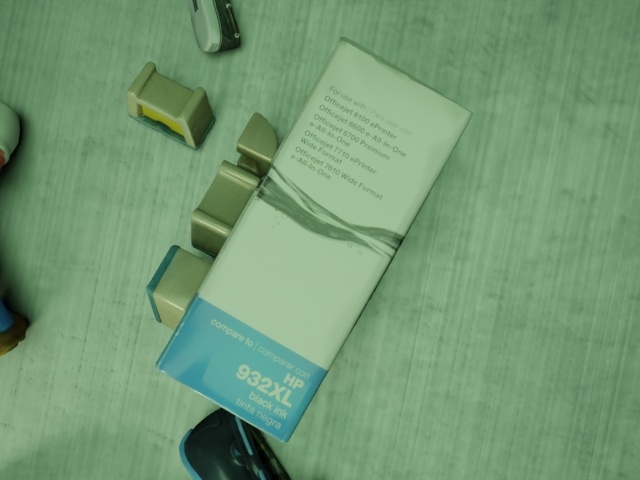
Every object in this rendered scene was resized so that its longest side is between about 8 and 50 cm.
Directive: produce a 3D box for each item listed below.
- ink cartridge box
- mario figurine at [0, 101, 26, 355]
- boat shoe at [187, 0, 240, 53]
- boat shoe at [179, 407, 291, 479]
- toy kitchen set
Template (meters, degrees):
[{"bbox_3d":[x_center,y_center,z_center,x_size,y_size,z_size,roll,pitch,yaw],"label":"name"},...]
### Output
[{"bbox_3d":[0.000,0.000,0.825,0.129,0.223,0.307,30,91,3],"label":"ink cartridge box"},{"bbox_3d":[-0.399,-0.033,0.909,0.170,0.198,0.321,-8,100,31],"label":"mario figurine"},{"bbox_3d":[-0.113,-0.260,0.930,0.040,0.049,0.142,-9,86,-30],"label":"boat shoe"},{"bbox_3d":[-0.028,0.269,0.884,0.089,0.109,0.258,-42,89,-1],"label":"boat shoe"},{"bbox_3d":[-0.152,-0.040,0.909,0.166,0.122,0.207,27,71,4],"label":"toy kitchen set"}]
